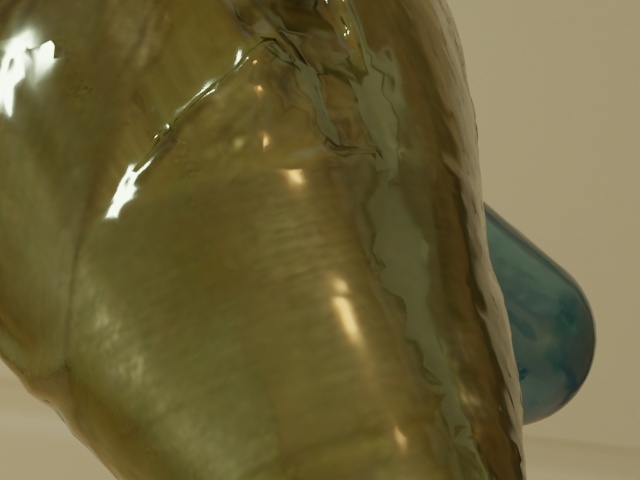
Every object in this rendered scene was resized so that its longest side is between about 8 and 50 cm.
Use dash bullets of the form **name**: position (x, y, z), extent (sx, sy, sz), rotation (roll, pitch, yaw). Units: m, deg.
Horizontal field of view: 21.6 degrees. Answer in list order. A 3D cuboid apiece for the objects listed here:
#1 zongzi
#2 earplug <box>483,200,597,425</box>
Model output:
- **zongzi**: position (0.000, 0.000, 0.541), extent (0.393, 0.174, 0.356), rotation (54, -171, 27)
- **earplug**: position (0.041, 0.007, 0.980), extent (0.132, 0.273, 0.132), rotation (-54, 3, 4)
